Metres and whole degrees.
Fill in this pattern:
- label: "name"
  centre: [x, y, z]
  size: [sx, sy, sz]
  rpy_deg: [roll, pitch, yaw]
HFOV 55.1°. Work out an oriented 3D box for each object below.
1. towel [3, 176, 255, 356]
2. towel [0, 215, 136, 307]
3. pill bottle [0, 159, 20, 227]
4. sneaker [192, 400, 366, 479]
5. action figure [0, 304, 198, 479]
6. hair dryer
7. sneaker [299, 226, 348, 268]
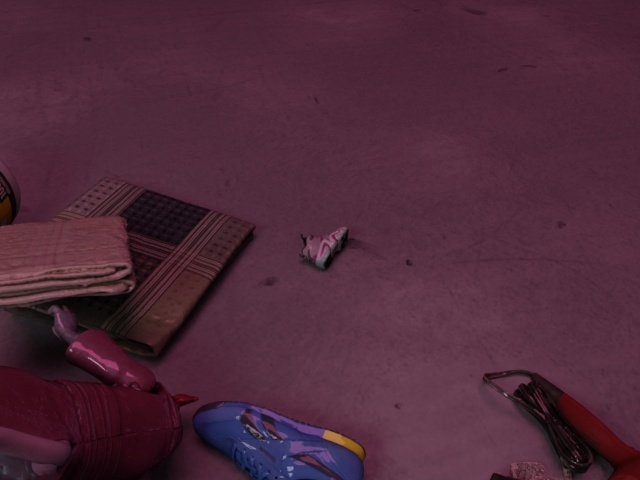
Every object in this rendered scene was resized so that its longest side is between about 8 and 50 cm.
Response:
- label: "towel"
  centre: [-0.303, 0.030, 0.953]
  size: [0.312, 0.056, 0.324]
  rpy_deg: [18, 39, 13]
- label: "towel"
  centre: [-0.345, 0.022, 0.810]
  size: [0.187, 0.049, 0.282]
  rpy_deg: [-6, 17, -17]
- label: "pill bottle"
  centre: [-0.574, 0.008, 0.843]
  size: [0.188, 0.188, 0.334]
  rpy_deg: [4, 39, 1]
- label: "sneaker"
  centre: [-0.056, 0.241, 0.680]
  size: [0.209, 0.069, 0.082]
  rpy_deg: [14, 44, 13]
- label: "action figure"
  centre: [-0.238, 0.171, 0.576]
  size: [0.276, 0.248, 0.370]
  rpy_deg: [-12, -11, 33]
- label: "hair dryer"
  centre: [0.336, 0.233, 0.704]
  size: [0.293, 0.080, 0.223]
  rpy_deg: [11, 39, 10]
- label: "sneaker"
  centre: [0.000, 0.000, 1.005]
  size: [0.069, 0.038, 0.098]
  rpy_deg: [21, 42, 20]
